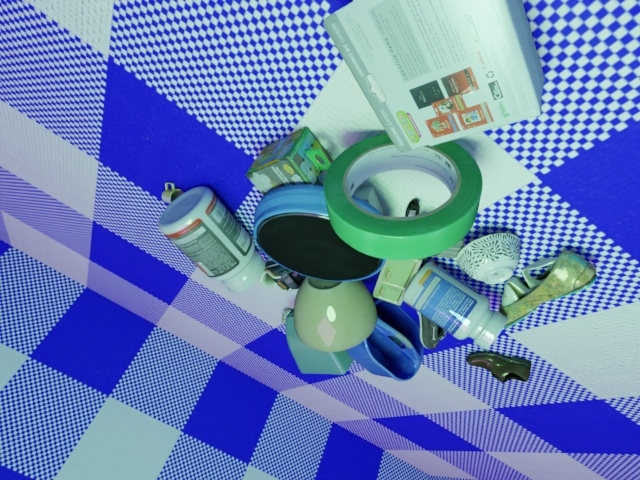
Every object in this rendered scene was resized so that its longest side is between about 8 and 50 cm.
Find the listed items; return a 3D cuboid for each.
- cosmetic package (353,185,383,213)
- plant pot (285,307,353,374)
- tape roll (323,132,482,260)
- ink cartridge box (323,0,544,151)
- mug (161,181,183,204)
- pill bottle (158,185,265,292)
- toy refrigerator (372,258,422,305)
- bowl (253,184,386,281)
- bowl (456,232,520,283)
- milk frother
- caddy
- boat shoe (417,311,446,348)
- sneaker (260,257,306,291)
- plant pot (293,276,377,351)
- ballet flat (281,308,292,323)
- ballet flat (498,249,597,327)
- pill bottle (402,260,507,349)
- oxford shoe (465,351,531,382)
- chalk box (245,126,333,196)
[{"bbox_3d":[0.052,-0.093,1.166,0.239,0.060,0.099,-2,139,32],"label":"cosmetic package"},{"bbox_3d":[0.004,0.354,1.623,0.248,0.247,0.252,-16,112,42],"label":"plant pot"},{"bbox_3d":[0.169,-0.105,0.858,0.321,0.321,0.077,10,143,19],"label":"tape roll"},{"bbox_3d":[0.203,-0.336,0.709,0.272,0.130,0.309,-9,133,40],"label":"ink cartridge box"},{"bbox_3d":[-0.523,-0.161,1.427,0.064,0.078,0.062,12,176,31],"label":"mug"},{"bbox_3d":[-0.361,0.008,1.405,0.210,0.210,0.363,-5,135,35],"label":"pill bottle"},{"bbox_3d":[0.242,0.097,1.271,0.102,0.094,0.269,18,145,8],"label":"toy refrigerator"},{"bbox_3d":[0.000,0.000,1.113,0.391,0.077,0.391,11,150,7],"label":"bowl"},{"bbox_3d":[0.452,0.063,1.062,0.170,0.080,0.170,-5,144,-3],"label":"bowl"},{"bbox_3d":[0.297,-0.029,1.088,0.135,0.143,0.129,5,-172,-36],"label":"milk frother"},{"bbox_3d":[0.247,0.366,1.491,0.341,0.241,0.179,43,145,-25],"label":"caddy"},{"bbox_3d":[0.401,0.283,1.404,0.095,0.112,0.335,7,138,30],"label":"boat shoe"},{"bbox_3d":[-0.086,0.114,1.459,0.321,0.127,0.126,-14,129,39],"label":"sneaker"},{"bbox_3d":[0.034,0.190,1.321,0.284,0.284,0.191,5,128,25],"label":"plant pot"},{"bbox_3d":[-0.086,0.404,1.869,0.241,0.077,0.091,35,142,-15],"label":"ballet flat"},{"bbox_3d":[0.585,0.132,1.120,0.123,0.123,0.348,26,145,-2],"label":"ballet flat"},{"bbox_3d":[0.394,0.193,1.191,0.272,0.152,0.152,36,148,20],"label":"pill bottle"},{"bbox_3d":[0.661,0.478,1.518,0.227,0.096,0.083,2,141,30],"label":"oxford shoe"},{"bbox_3d":[-0.060,-0.191,1.047,0.213,0.132,0.132,-12,130,38],"label":"chalk box"}]
